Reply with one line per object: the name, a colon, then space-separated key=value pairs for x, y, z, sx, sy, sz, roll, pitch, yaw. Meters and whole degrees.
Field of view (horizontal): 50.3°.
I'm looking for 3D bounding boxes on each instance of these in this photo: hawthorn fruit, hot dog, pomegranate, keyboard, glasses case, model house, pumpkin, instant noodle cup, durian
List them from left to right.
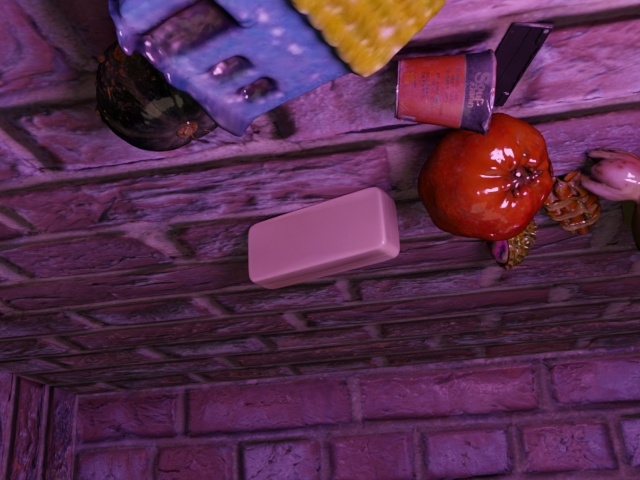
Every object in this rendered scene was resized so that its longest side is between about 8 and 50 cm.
pumpkin: x=-0.203 y=-0.204 z=0.905 sx=0.190 sy=0.146 sz=0.190 roll=-40 pitch=165 yaw=-13
model house: x=-0.026 y=-0.283 z=0.679 sx=0.303 sy=0.216 sz=0.237 roll=-19 pitch=153 yaw=23
glasses case: x=0.000 y=0.000 z=1.441 sx=0.336 sy=0.144 sz=0.076 roll=-15 pitch=155 yaw=28
instant noodle cup: x=0.177 y=-0.216 z=0.987 sx=0.135 sy=0.127 sz=0.127 roll=3 pitch=158 yaw=6
hawthorn fruit: x=0.265 y=-0.094 z=1.190 sx=0.211 sy=0.212 sz=0.299 roll=5 pitch=167 yaw=-19
keyboard: x=0.282 y=-0.259 z=1.023 sx=0.063 sy=0.010 sz=0.198 roll=1 pitch=157 yaw=-7
durian: x=0.453 y=0.017 z=1.590 sx=0.118 sy=0.108 sz=0.187 roll=-2 pitch=158 yaw=-3
hot dog: x=0.531 y=-0.073 z=1.434 sx=0.109 sy=0.072 sz=0.269 roll=-13 pitch=155 yaw=27
pomegranate: x=0.645 y=-0.088 z=1.230 sx=0.340 sy=0.285 sz=0.285 roll=24 pitch=162 yaw=14

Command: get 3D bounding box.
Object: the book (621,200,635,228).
book: x=0.814 y=-0.116 z=1.417 sx=0.351 sy=0.035 sz=0.239 roll=-12 pitch=154 yaw=22
